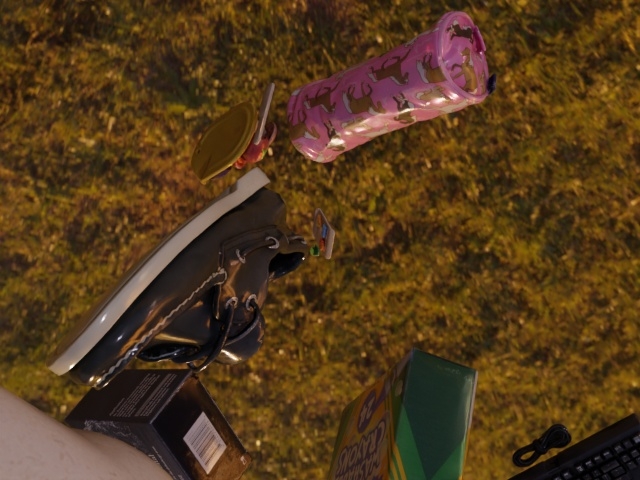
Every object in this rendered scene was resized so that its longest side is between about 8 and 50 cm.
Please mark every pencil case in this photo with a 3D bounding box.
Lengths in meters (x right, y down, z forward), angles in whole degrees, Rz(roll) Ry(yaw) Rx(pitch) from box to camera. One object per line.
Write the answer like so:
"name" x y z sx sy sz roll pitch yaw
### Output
"pencil case" 0.110 -0.256 1.628 0.386 0.160 0.167 -18 154 42

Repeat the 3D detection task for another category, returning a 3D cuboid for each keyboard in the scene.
"keyboard" 0.227 0.225 0.871 0.180 0.023 0.108 -34 96 19

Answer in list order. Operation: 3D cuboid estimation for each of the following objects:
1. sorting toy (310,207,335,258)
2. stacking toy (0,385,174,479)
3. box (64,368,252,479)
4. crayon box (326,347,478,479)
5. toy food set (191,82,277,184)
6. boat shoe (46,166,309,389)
"sorting toy" 0.000 0.000 1.446 0.012 0.062 0.083 -9 131 -23
"stacking toy" -0.263 0.264 0.338 0.351 0.479 0.350 22 153 12
"box" -0.194 0.240 1.129 0.158 0.093 0.156 -7 123 38
"crayon box" 0.062 0.296 0.954 0.083 0.322 0.203 21 146 -11
"toy food set" -0.131 -0.161 1.587 0.071 0.128 0.218 28 145 -33
"boat shoe" -0.087 0.042 0.736 0.127 0.340 0.113 -39 96 18
